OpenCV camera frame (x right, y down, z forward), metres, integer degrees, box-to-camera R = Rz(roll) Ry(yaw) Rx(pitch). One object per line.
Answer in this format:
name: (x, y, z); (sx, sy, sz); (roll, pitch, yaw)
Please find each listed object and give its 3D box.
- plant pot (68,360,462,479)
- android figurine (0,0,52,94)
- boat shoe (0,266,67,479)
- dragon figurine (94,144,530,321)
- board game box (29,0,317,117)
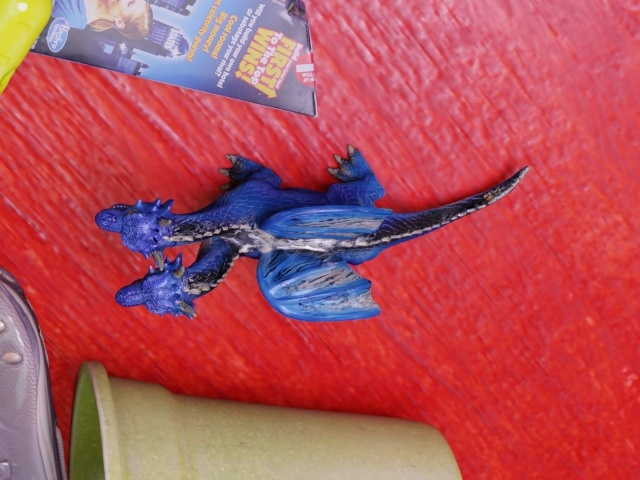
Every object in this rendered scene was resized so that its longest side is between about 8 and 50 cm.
plant pot: (-0.039, 0.219, 0.923); (0.254, 0.276, 0.276); (0, 115, -15)
android figurine: (-0.272, -0.191, 0.796); (0.248, 0.056, 0.273); (40, 110, 0)
boat shoe: (-0.232, 0.178, 0.945); (0.132, 0.130, 0.355); (4, 108, -1)
dragon figurine: (0.000, 0.000, 0.869); (0.289, 0.144, 0.085); (2, 115, -4)
board game box: (-0.065, -0.170, 0.835); (0.194, 0.060, 0.194); (25, 111, -14)
